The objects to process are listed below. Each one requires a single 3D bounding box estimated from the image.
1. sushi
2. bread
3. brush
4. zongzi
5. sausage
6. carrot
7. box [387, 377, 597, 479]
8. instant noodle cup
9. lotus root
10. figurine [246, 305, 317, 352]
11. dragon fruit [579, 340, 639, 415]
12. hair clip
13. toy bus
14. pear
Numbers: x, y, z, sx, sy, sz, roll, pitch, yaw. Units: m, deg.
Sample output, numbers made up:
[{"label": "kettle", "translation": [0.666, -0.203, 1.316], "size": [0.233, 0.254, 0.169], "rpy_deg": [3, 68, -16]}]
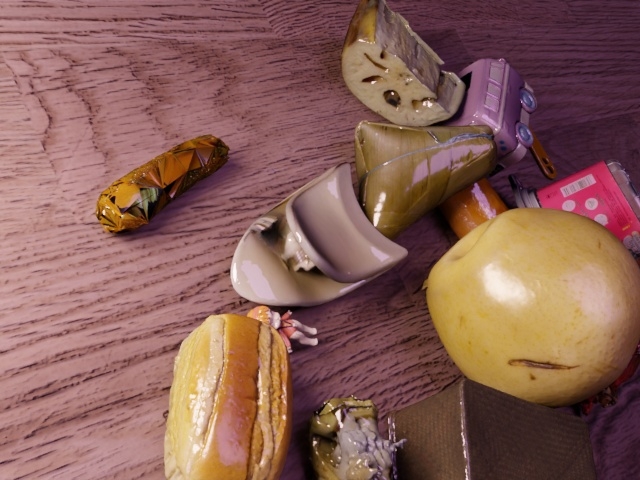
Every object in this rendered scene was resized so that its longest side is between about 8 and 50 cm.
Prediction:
[{"label": "sushi", "translation": [0.076, 0.330, 1.227], "size": [0.139, 0.131, 0.291], "rpy_deg": [1, 56, -38]}, {"label": "bread", "translation": [-0.105, 0.194, 1.171], "size": [0.140, 0.106, 0.236], "rpy_deg": [22, 50, -27]}, {"label": "brush", "translation": [0.396, -0.240, 1.964], "size": [0.103, 0.013, 0.272], "rpy_deg": [-18, 77, -46]}, {"label": "zongzi", "translation": [0.166, -0.068, 1.530], "size": [0.228, 0.115, 0.256], "rpy_deg": [0, 61, 1]}, {"label": "sausage", "translation": [0.276, -0.027, 1.654], "size": [0.270, 0.109, 0.109], "rpy_deg": [53, 42, 0]}, {"label": "carrot", "translation": [-0.203, -0.079, 1.299], "size": [0.069, 0.069, 0.229], "rpy_deg": [51, 42, -3]}, {"label": "box", "translation": [0.243, 0.318, 1.370], "size": [0.273, 0.143, 0.184], "rpy_deg": [21, 51, -32]}, {"label": "instant noodle cup", "translation": [0.471, -0.023, 1.697], "size": [0.302, 0.181, 0.258], "rpy_deg": [60, 17, 3]}, {"label": "lotus root", "translation": [0.128, -0.286, 1.670], "size": [0.235, 0.138, 0.119], "rpy_deg": [38, 50, -17]}, {"label": "figurine", "translation": [-0.051, 0.118, 1.312], "size": [0.109, 0.047, 0.064], "rpy_deg": [21, 48, -35]}, {"label": "dragon fruit", "translation": [0.479, 0.211, 1.682], "size": [0.122, 0.092, 0.192], "rpy_deg": [54, 42, 1]}, {"label": "hair clip", "translation": [-0.010, 0.008, 1.383], "size": [0.172, 0.113, 0.282], "rpy_deg": [56, 29, 3]}, {"label": "toy bus", "translation": [0.291, -0.221, 1.764], "size": [0.142, 0.142, 0.202], "rpy_deg": [34, 46, -21]}, {"label": "pear", "translation": [0.318, 0.093, 1.470], "size": [0.309, 0.309, 0.309], "rpy_deg": [22, 51, -30]}]
